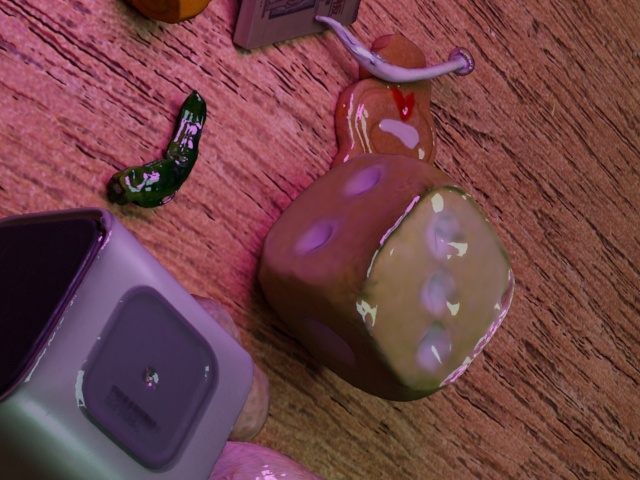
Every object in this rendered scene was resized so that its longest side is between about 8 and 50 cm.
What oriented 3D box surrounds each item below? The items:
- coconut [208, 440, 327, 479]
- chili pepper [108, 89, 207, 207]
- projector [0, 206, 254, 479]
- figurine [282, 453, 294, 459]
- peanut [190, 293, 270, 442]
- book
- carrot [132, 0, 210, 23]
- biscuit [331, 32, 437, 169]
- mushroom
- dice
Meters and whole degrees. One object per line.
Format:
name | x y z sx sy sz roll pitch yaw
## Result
coconut | -0.103 0.364 1.574 0.255 0.297 0.297 25 69 -47
chili pepper | -0.180 -0.098 1.700 0.073 0.050 0.182 53 49 -23
projector | -0.252 0.139 1.447 0.249 0.249 0.248 49 53 -34
figurine | -0.043 0.316 1.827 0.060 0.047 0.106 -37 128 -4
peanut | -0.132 0.145 1.707 0.104 0.086 0.227 -35 113 -24
book | -0.013 -0.339 1.865 0.231 0.026 0.161 -24 139 -47
carrot | -0.131 -0.383 1.734 0.114 0.114 0.302 54 48 -31
biscuit | 0.094 -0.131 2.014 0.202 0.047 0.333 28 66 -44
mushroom | 0.107 -0.256 1.992 0.306 0.043 0.068 3 60 -42
dice | 0.081 0.044 1.813 0.233 0.227 0.238 -47 121 -19
